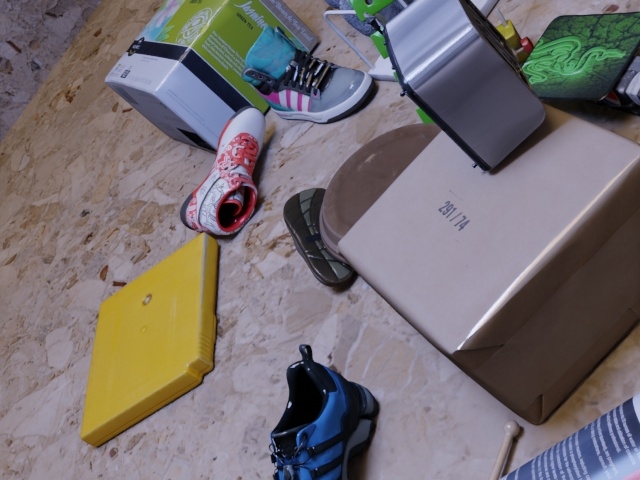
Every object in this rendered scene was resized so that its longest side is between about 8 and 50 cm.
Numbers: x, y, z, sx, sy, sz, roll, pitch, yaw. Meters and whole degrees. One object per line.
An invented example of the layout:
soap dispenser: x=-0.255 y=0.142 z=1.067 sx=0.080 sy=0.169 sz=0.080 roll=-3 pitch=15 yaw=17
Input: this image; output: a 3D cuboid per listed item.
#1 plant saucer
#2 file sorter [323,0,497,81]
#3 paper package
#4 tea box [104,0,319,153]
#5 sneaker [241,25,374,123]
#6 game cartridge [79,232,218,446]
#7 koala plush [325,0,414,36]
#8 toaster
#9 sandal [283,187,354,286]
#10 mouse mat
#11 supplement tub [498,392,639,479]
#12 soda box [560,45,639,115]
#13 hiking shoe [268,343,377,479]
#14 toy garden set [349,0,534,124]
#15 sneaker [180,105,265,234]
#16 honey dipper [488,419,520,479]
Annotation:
plant saucer: x=0.114 y=-0.078 z=1.445 sx=0.278 sy=0.041 sz=0.278 roll=-21 pitch=40 yaw=19
file sorter: x=0.172 y=-0.433 z=1.674 sx=0.277 sy=0.173 sz=0.193 roll=-54 pitch=33 yaw=-10
paper package: x=0.223 y=-0.001 z=1.156 sx=0.309 sy=0.168 sz=0.325 roll=-48 pitch=31 yaw=2
tea box: x=-0.237 y=-0.382 z=2.069 sx=0.323 sy=0.220 sz=0.329 roll=-54 pitch=32 yaw=-9
sneaker: x=-0.044 y=-0.317 z=1.804 sx=0.295 sy=0.178 sz=0.123 roll=6 pitch=60 yaw=52
game cartridge: x=-0.296 y=0.171 z=1.720 sx=0.285 sy=0.053 sz=0.323 roll=-33 pitch=37 yaw=24
koala plush: x=0.070 y=-0.487 z=1.847 sx=0.221 sy=0.196 sz=0.203 roll=22 pitch=103 yaw=56
toaster: x=0.157 y=-0.198 z=1.121 sx=0.110 sy=0.186 sz=0.168 roll=-39 pitch=31 yaw=20
sandal: x=0.000 y=0.000 z=1.527 sx=0.090 sy=0.060 sz=0.219 roll=-14 pitch=47 yaw=-13
mouse mat: x=0.347 y=-0.249 z=1.319 sx=0.152 sy=0.007 sz=0.190 roll=-56 pitch=31 yaw=-12
supplement tub: x=0.270 y=0.241 z=0.815 sx=0.272 sy=0.191 sz=0.191 roll=-38 pitch=33 yaw=18
soda box: x=0.394 y=-0.206 z=1.272 sx=0.060 sy=0.053 sz=0.169 roll=-50 pitch=31 yaw=-3
hiking shoe: x=-0.023 y=0.286 z=1.178 sx=0.113 sy=0.132 sz=0.304 roll=-24 pitch=40 yaw=34
toy garden set: x=0.193 y=-0.325 z=1.507 sx=0.204 sy=0.244 sz=0.049 roll=-30 pitch=4 yaw=24
sneaker: x=-0.148 y=-0.127 z=1.817 sx=0.145 sy=0.090 sz=0.270 roll=13 pitch=70 yaw=54
honey dipper: x=0.185 y=0.266 z=1.050 sx=0.030 sy=0.030 sz=0.160 roll=-5 pitch=49 yaw=48
